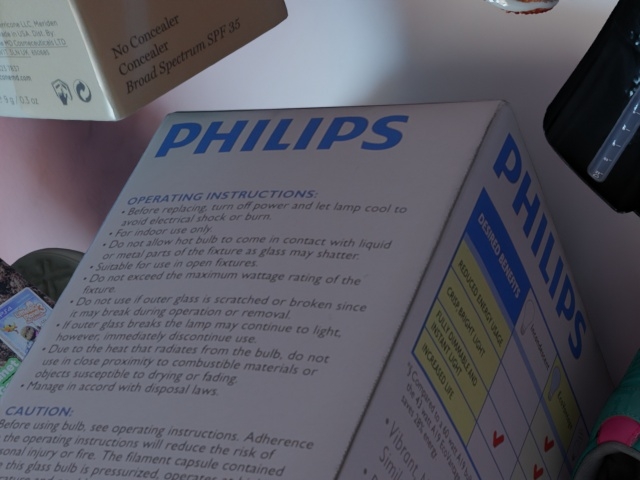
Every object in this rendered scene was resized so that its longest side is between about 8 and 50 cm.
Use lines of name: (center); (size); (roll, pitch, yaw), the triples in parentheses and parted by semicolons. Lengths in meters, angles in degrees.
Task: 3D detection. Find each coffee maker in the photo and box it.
coffee maker: (0.187, -0.108, 0.864); (0.178, 0.120, 0.171); (116, 139, -52)

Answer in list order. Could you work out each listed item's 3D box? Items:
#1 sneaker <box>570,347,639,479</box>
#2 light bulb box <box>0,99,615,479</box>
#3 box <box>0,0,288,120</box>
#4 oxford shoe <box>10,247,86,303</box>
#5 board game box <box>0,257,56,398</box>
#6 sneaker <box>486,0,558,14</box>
sneaker: (0.235, 0.194, 0.987); (0.124, 0.178, 0.295); (-21, 102, 56)
light bulb box: (0.002, 0.170, 0.991); (0.225, 0.361, 0.358); (1, 136, 29)
box: (-0.148, -0.234, 0.968); (0.121, 0.148, 0.311); (7, 125, 46)
oxford shoe: (-0.063, 0.153, 1.391); (0.449, 0.169, 0.130); (34, -176, 17)
board game box: (-0.276, 0.118, 1.291); (0.291, 0.141, 0.232); (37, 148, 12)
sneaker: (0.069, -0.187, 0.986); (0.175, 0.064, 0.067); (30, 120, 25)
